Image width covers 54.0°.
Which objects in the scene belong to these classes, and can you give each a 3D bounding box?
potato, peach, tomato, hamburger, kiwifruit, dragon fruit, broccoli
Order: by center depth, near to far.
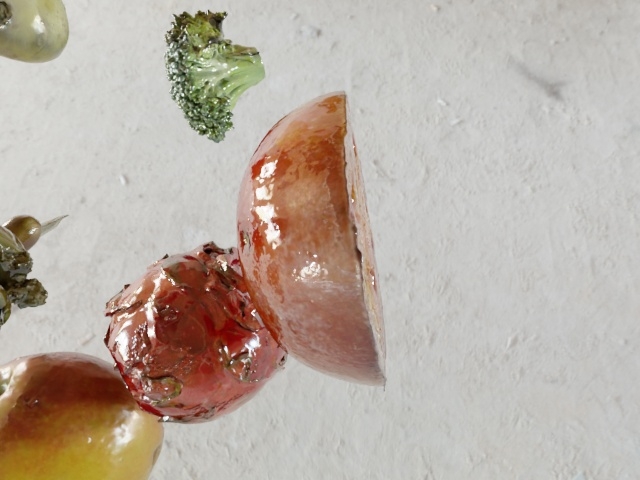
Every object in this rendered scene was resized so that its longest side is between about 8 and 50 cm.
[{"bbox_3d":[-0.011,0.005,0.709,0.143,0.338,0.339,-6,55,6],"label":"tomato"},{"bbox_3d":[-0.417,0.036,0.750,0.184,0.159,0.131,28,51,-22],"label":"hamburger"},{"bbox_3d":[-0.536,-0.401,1.029,0.141,0.296,0.192,-10,84,10],"label":"potato"},{"bbox_3d":[-0.198,0.153,1.043,0.301,0.296,0.296,-26,58,-18],"label":"dragon fruit"},{"bbox_3d":[-0.469,0.373,1.163,0.372,0.373,0.290,-28,32,-16],"label":"peach"},{"bbox_3d":[-0.609,0.000,1.238,0.075,0.075,0.124,40,78,25],"label":"kiwifruit"},{"bbox_3d":[-0.312,-0.445,1.701,0.272,0.334,0.324,-34,38,-31],"label":"broccoli"}]

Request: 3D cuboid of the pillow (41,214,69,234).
[{"bbox_3d":[-0.777,-0.016,1.693,0.130,0.033,0.217,-25,12,21],"label":"pillow"}]
